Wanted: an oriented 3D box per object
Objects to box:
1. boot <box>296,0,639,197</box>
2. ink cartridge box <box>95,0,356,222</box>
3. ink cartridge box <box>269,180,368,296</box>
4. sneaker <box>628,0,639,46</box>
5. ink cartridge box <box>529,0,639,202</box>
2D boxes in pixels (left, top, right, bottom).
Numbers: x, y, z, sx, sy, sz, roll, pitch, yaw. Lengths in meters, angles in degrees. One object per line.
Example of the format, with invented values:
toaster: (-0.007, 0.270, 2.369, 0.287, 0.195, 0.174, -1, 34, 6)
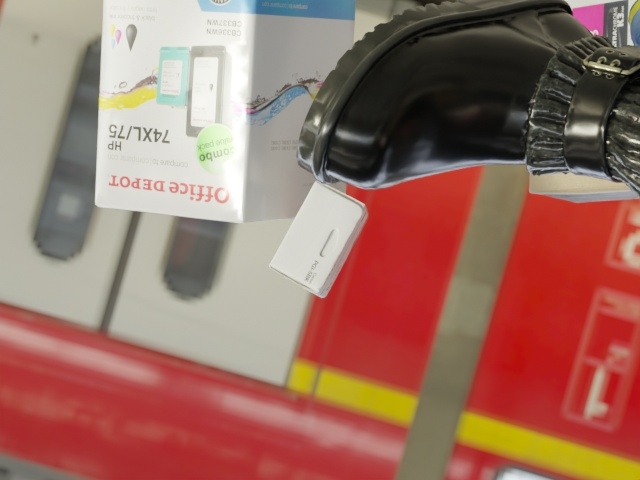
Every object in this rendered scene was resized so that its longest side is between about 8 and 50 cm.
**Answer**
boot: (0.178, -0.086, 1.509, 0.348, 0.131, 0.260, -27, -128, -38)
ink cartridge box: (-0.097, -0.162, 1.986, 0.198, 0.270, 0.197, 6, -173, 31)
ink cartridge box: (0.000, 0.000, 1.864, 0.056, 0.099, 0.135, 29, 178, 5)
sneaker: (0.379, -0.167, 1.712, 0.209, 0.069, 0.082, 9, -142, -14)
ink cartridge box: (0.311, -0.161, 1.929, 0.193, 0.234, 0.088, -4, 174, 44)
